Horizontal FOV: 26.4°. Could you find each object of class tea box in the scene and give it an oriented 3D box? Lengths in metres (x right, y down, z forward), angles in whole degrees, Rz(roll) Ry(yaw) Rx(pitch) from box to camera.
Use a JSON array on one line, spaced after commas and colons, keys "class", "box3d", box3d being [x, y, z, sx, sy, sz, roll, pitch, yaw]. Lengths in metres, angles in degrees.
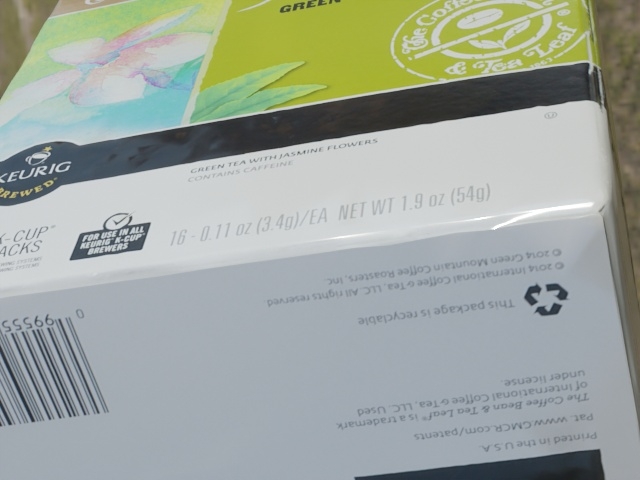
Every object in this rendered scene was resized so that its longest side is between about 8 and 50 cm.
[{"class": "tea box", "box3d": [0.000, 0.000, 0.744, 0.324, 0.328, 0.220, -81, -22, -54]}]
